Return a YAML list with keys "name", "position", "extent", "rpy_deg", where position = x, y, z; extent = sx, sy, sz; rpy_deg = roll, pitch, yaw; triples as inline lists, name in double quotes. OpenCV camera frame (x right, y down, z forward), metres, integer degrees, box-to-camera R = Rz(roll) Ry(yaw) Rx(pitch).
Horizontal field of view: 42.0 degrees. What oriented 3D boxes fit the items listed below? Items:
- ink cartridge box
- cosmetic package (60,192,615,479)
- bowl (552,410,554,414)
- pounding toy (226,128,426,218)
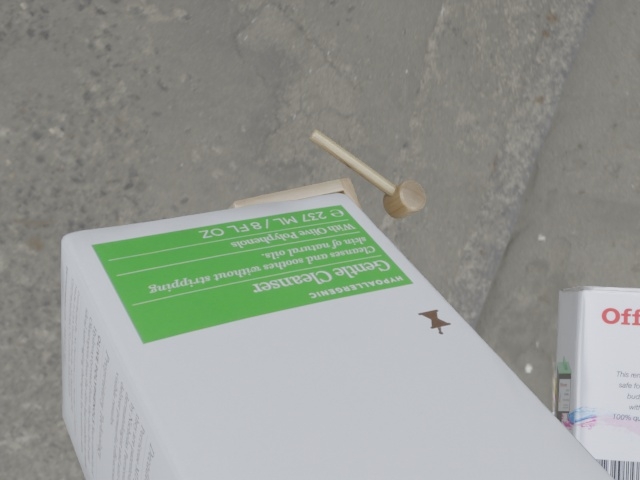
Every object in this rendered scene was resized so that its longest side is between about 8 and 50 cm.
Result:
- name: "ink cartridge box"
  position: [0.364, 0.191, 0.902]
  extent: [0.201, 0.117, 0.278]
  rpy_deg: [3, 88, 4]
- name: "cosmetic package"
  position: [0.012, 0.143, 0.421]
  extent: [0.197, 0.365, 0.155]
  rpy_deg: [-11, 129, -30]
- name: "bowl"
  position: [0.577, 0.454, 1.636]
  extent: [0.311, 0.311, 0.163]
  rpy_deg: [-4, 165, 16]
- name: "pounding toy"
  position: [0.002, -0.010, 0.827]
  extent: [0.094, 0.206, 0.181]
  rpy_deg: [-37, 70, 59]
